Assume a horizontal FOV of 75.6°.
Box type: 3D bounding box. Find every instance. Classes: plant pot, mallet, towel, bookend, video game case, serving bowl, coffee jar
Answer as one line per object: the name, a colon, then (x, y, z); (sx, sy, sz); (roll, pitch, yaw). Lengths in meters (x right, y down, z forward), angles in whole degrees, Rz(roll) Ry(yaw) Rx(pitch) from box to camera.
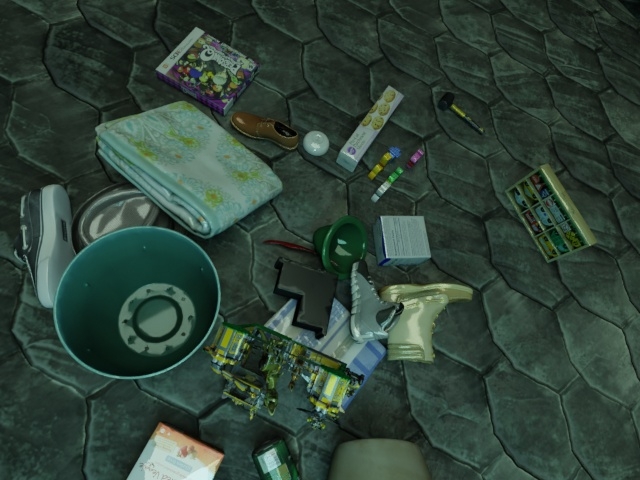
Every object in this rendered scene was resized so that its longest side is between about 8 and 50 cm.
plant pot: (-0.364, 0.147, 0.881); (0.292, 0.235, 0.293); (5, 69, -12)
mallet: (0.483, -0.426, 1.414); (0.190, 0.039, 0.062); (47, 65, 2)
towel: (0.009, 0.256, 1.040); (0.285, 0.034, 0.209); (43, 64, 3)
bookend: (-0.051, 0.142, 1.007); (0.156, 0.072, 0.157); (17, 65, -10)
towel: (-0.311, -0.195, 1.038); (0.374, 0.090, 0.320); (40, 40, 4)
video game case: (-0.334, -0.512, 1.245); (0.232, 0.042, 0.210); (30, 67, -1)
serving bowl: (-0.011, -0.299, 1.249); (0.083, 0.027, 0.084); (5, 68, -12)
plant pot: (0.120, 0.565, 0.822); (0.322, 0.323, 0.281); (9, 52, -10)
coffee jar: (-0.078, 0.525, 0.881); (0.079, 0.096, 0.185); (-22, 77, -17)

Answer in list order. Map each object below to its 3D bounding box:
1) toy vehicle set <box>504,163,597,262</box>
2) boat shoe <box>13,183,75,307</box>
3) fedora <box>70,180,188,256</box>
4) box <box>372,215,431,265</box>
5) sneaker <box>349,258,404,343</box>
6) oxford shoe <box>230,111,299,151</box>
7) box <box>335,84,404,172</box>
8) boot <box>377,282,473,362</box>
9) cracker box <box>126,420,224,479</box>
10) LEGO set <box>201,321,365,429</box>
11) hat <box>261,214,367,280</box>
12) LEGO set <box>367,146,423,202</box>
toy vehicle set: (0.692, -0.079, 1.257); (0.035, 0.166, 0.267); (-19, 75, -20)
boat shoe: (-0.636, 0.014, 0.938); (0.102, 0.108, 0.302); (-13, 72, -5)
fedora: (-0.458, -0.044, 0.985); (0.275, 0.124, 0.244); (-35, 87, -23)
box: (0.227, 0.001, 1.167); (0.137, 0.072, 0.126); (0, 70, -14)
sneaker: (0.146, 0.148, 1.046); (0.132, 0.086, 0.229); (-9, 58, 20)
oxford shoe: (-0.160, -0.334, 1.202); (0.212, 0.076, 0.076); (19, 68, -4)
box: (0.158, -0.353, 1.291); (0.067, 0.063, 0.324); (34, 66, 2)
boot: (0.288, 0.217, 1.086); (0.261, 0.095, 0.204); (0, 69, -12)
cracker box: (-0.321, 0.517, 0.842); (0.155, 0.067, 0.232); (27, 66, -2)
LEGO set: (-0.093, 0.311, 0.860); (0.331, 0.255, 0.192); (22, 84, 3)
hat: (0.000, 0.000, 1.138); (0.208, 0.183, 0.173); (39, 72, -45)
LEGO set: (0.218, -0.228, 1.241); (0.087, 0.093, 0.227); (43, 66, 5)
